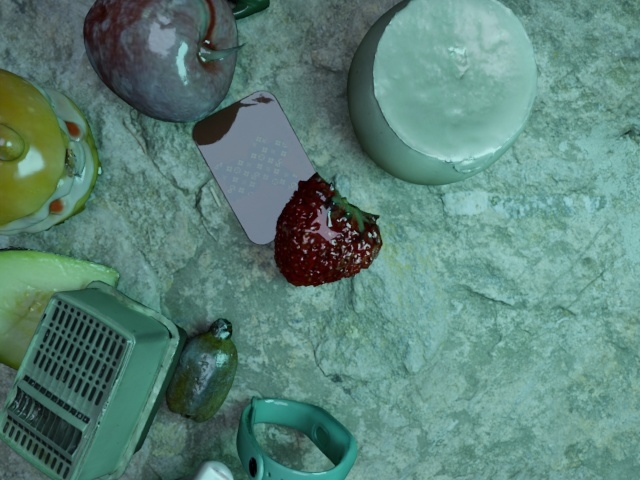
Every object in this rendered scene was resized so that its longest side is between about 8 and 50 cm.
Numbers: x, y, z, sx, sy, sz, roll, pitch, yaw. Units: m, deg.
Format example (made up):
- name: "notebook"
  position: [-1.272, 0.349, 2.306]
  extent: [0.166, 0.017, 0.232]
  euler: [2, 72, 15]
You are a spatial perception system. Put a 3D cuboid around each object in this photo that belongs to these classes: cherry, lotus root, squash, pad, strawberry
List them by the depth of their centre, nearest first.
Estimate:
- name: "cherry"
  position: [-0.246, -0.317, 0.741]
  extent: [0.286, 0.213, 0.235]
  euler: [8, 70, 17]
- name: "squash"
  position: [-0.499, 0.126, 0.759]
  extent: [0.204, 0.155, 0.236]
  euler: [25, 88, -4]
- name: "strawberry"
  position: [0.000, 0.000, 0.796]
  extent: [0.201, 0.187, 0.184]
  euler: [-50, 60, 13]
- name: "lotus root"
  position: [-0.211, 0.234, 0.819]
  extent: [0.113, 0.088, 0.192]
  euler: [23, 88, -8]
- name: "pad"
  position: [-0.113, -0.140, 0.861]
  extent: [0.181, 0.004, 0.267]
  euler: [-29, 94, -5]

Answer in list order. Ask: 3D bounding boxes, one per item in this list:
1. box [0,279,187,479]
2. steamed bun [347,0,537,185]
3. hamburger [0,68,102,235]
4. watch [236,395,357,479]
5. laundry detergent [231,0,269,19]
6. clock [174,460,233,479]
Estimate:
- name: "box"
  position: [-0.369, 0.231, 0.742]
  extent: [0.221, 0.166, 0.290]
  euler: [23, 90, 19]
- name: "steamed bun"
  position: [0.202, -0.257, 0.786]
  extent: [0.325, 0.206, 0.324]
  euler: [0, 89, -4]
- name: "hamburger"
  position: [-0.518, -0.143, 0.708]
  extent: [0.277, 0.237, 0.276]
  euler: [0, 90, -3]
- name: "watch"
  position: [-0.050, 0.354, 0.782]
  extent: [0.195, 0.237, 0.068]
  euler: [5, 101, -34]
- name: "laundry detergent"
  position: [-0.203, -0.470, 0.814]
  extent: [0.211, 0.063, 0.137]
  euler: [-10, 99, -5]
- name: "clock"
  position: [-0.164, 0.532, 0.740]
  extent: [0.342, 0.326, 0.184]
  euler: [43, 45, -2]
